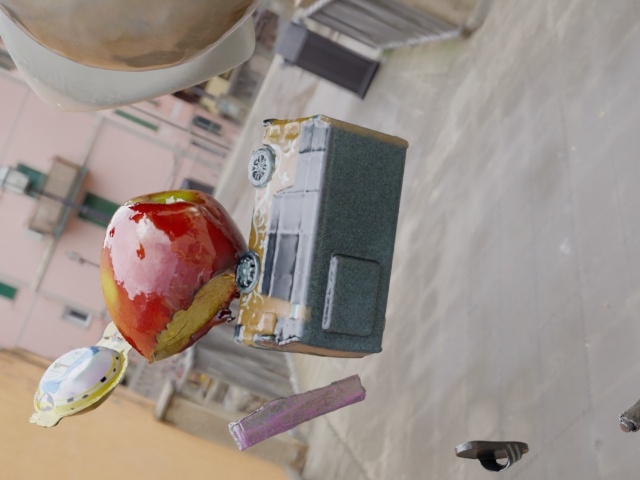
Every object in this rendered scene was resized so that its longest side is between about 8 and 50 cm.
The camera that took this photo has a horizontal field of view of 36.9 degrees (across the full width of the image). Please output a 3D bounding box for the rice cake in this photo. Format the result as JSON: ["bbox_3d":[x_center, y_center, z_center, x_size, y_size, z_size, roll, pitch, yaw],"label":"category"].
[{"bbox_3d":[-0.031,0.234,1.315,0.047,0.206,0.036,66,153,16],"label":"rice cake"}]

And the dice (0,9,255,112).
[{"bbox_3d":[-0.269,-0.360,1.293,0.277,0.304,0.304,-98,-7,-66],"label":"dice"}]

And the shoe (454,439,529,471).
[{"bbox_3d":[0.319,0.403,1.767,0.071,0.179,0.049,-35,55,38],"label":"shoe"}]

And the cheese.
[{"bbox_3d":[-0.326,0.179,1.402,0.156,0.064,0.250,3,37,39],"label":"cheese"}]

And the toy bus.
[{"bbox_3d":[0.000,0.000,1.123,0.167,0.138,0.275,3,83,54],"label":"toy bus"}]

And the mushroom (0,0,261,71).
[{"bbox_3d":[-0.184,-0.351,0.947,0.294,0.362,0.362,-35,-21,-54],"label":"mushroom"}]

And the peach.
[{"bbox_3d":[-0.179,0.052,1.208,0.190,0.196,0.226,-95,0,-73],"label":"peach"}]

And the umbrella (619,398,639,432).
[{"bbox_3d":[0.501,0.245,1.446,0.133,0.031,0.036,-35,14,-22],"label":"umbrella"}]
